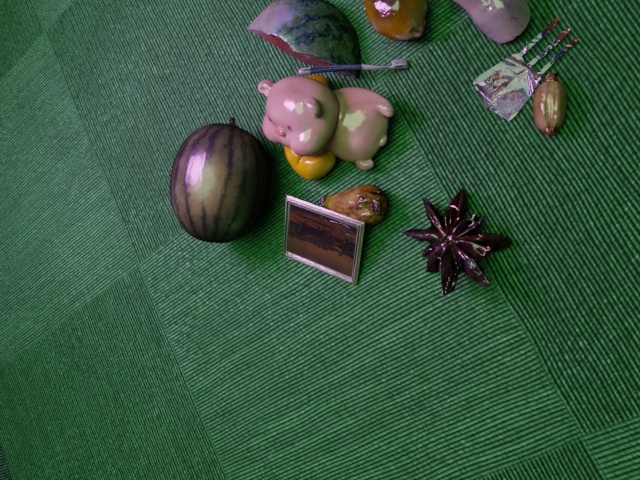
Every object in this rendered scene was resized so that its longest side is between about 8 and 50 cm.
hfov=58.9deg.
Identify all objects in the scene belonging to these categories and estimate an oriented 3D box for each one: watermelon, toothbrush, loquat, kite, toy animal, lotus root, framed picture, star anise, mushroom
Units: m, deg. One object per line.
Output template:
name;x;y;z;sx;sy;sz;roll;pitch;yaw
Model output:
watermelon;-0.278;-0.171;1.589;0.278;0.279;0.360;14;94;27
toothbrush;0.086;-0.451;1.474;0.288;0.024;0.026;-4;80;0
watermelon;-0.037;-0.555;1.528;0.176;0.260;0.256;-37;56;35
loquat;0.195;-0.584;1.425;0.152;0.152;0.195;-38;65;22
kite;0.485;-0.407;1.340;0.245;0.015;0.141;-44;72;24
toy animal;-0.014;-0.292;1.468;0.345;0.246;0.278;26;101;25
lotus root;0.089;-0.096;1.503;0.190;0.094;0.108;6;85;33
lotus root;0.523;-0.311;1.293;0.073;0.062;0.151;2;90;20
framed picture;0.000;0.000;1.546;0.252;0.014;0.197;21;123;26
star anise;0.319;0.005;1.367;0.212;0.129;0.283;-44;62;14
mushroom;0.383;-0.562;1.327;0.225;0.093;0.116;33;118;-10
